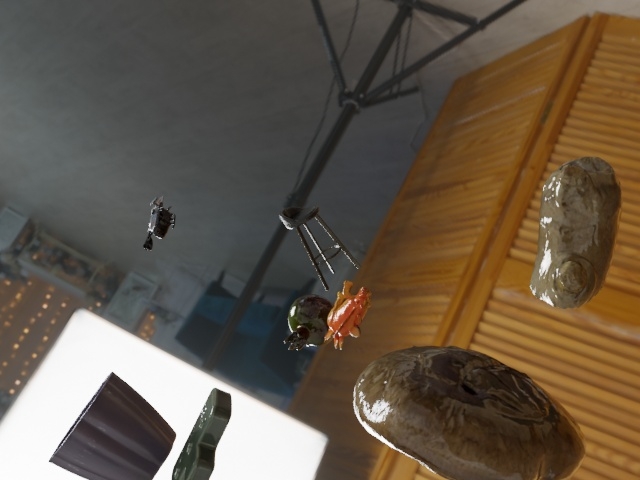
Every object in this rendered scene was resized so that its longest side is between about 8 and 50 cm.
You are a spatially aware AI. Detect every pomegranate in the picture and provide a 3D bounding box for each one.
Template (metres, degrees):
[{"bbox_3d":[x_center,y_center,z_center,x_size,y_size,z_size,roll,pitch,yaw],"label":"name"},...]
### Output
[{"bbox_3d":[-0.027,0.193,1.781,0.130,0.129,0.159,18,-169,25],"label":"pomegranate"}]

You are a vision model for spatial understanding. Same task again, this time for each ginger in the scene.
[{"bbox_3d":[0.416,-0.001,1.222,0.130,0.221,0.275,8,127,27],"label":"ginger"}]

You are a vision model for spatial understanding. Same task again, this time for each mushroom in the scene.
[{"bbox_3d":[0.173,0.208,0.879,0.278,0.145,0.278,17,-173,-2],"label":"mushroom"}]

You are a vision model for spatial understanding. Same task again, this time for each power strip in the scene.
[{"bbox_3d":[-0.281,0.494,1.740,0.059,0.264,0.193,23,-167,-14],"label":"power strip"}]

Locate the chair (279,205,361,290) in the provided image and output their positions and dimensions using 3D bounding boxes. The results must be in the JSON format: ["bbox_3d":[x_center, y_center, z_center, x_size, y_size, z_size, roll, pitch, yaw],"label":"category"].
[{"bbox_3d":[-0.001,0.001,1.807,0.095,0.104,0.221,-31,105,18],"label":"chair"}]

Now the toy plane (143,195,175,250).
[{"bbox_3d":[-0.409,-0.056,1.879,0.053,0.197,0.078,34,115,-29],"label":"toy plane"}]

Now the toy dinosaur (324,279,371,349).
[{"bbox_3d":[0.049,0.171,1.584,0.071,0.117,0.288,20,152,-7],"label":"toy dinosaur"}]

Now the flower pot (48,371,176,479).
[{"bbox_3d":[-0.517,0.511,1.907,0.243,0.265,0.265,37,159,-12],"label":"flower pot"}]
